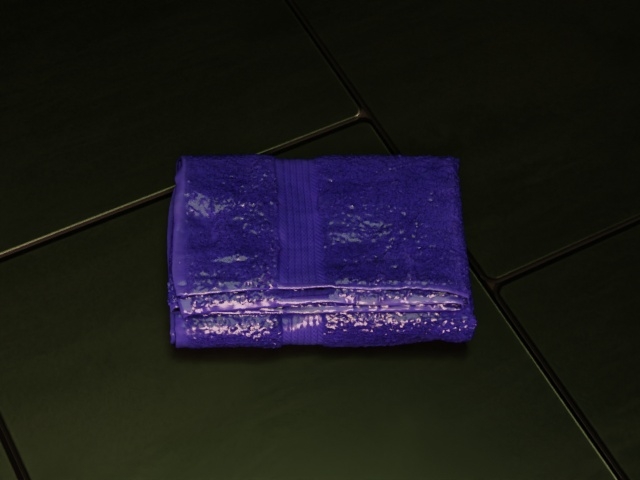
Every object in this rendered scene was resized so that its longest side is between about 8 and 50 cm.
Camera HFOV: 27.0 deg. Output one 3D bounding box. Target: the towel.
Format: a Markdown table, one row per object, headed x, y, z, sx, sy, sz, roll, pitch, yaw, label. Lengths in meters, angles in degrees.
| x | y | z | sx | sy | sz | roll | pitch | yaw | label |
| --- | --- | --- | --- | --- | --- | --- | --- | --- | --- |
| 0.000 | 0.000 | 1.343 | 0.308 | 0.076 | 0.227 | 0 | 58 | -5 | towel |
